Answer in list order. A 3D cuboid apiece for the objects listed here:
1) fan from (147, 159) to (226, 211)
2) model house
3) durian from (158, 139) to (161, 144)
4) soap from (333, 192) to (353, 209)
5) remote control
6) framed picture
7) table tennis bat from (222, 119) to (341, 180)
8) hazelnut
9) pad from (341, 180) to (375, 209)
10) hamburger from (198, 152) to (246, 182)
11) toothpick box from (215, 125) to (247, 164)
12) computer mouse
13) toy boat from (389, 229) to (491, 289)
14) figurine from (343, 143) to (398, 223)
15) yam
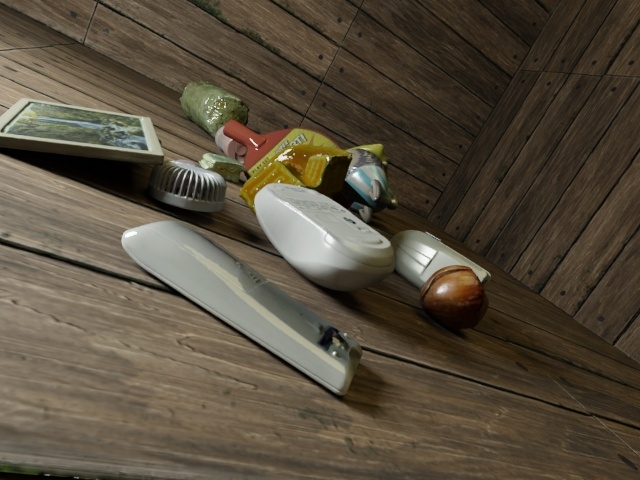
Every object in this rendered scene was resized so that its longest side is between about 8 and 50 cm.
[{"bbox_3d":[-0.249,-0.109,0.825,0.130,0.074,0.244,12,13,-21],"label":"fan"},{"bbox_3d":[-0.054,-0.135,1.022,0.173,0.268,0.239,48,12,-9],"label":"model house"},{"bbox_3d":[-0.378,-0.192,0.858,0.131,0.066,0.052,5,-28,3],"label":"durian"},{"bbox_3d":[-0.066,-0.186,1.379,0.325,0.127,0.220,36,13,32],"label":"soap"},{"bbox_3d":[-0.085,0.062,0.532,0.313,0.055,0.109,31,13,8],"label":"remote control"},{"bbox_3d":[-0.411,-0.197,0.772,0.241,0.020,0.324,3,24,-25],"label":"framed picture"},{"bbox_3d":[-0.114,-0.238,1.255,0.415,0.268,0.051,33,-23,22],"label":"table tennis bat"},{"bbox_3d":[0.282,0.123,0.944,0.143,0.143,0.154,31,5,9],"label":"hazelnut"},{"bbox_3d":[0.049,-0.179,1.301,0.164,0.004,0.243,13,30,-54],"label":"pad"},{"bbox_3d":[-0.268,-0.200,1.166,0.121,0.054,0.084,5,28,-45],"label":"hamburger"},{"bbox_3d":[-0.290,-0.325,1.490,0.098,0.098,0.149,20,16,-36],"label":"toothpick box"},{"bbox_3d":[0.000,0.000,0.801,0.184,0.121,0.297,-4,30,-47],"label":"computer mouse"},{"bbox_3d":[0.301,0.073,1.150,0.141,0.140,0.269,16,16,-44],"label":"toy boat"},{"bbox_3d":[0.182,-0.175,1.847,0.361,0.267,0.377,50,33,-35],"label":"figurine"},{"bbox_3d":[-0.422,-0.520,1.770,0.195,0.195,0.300,15,18,-47],"label":"yam"}]
